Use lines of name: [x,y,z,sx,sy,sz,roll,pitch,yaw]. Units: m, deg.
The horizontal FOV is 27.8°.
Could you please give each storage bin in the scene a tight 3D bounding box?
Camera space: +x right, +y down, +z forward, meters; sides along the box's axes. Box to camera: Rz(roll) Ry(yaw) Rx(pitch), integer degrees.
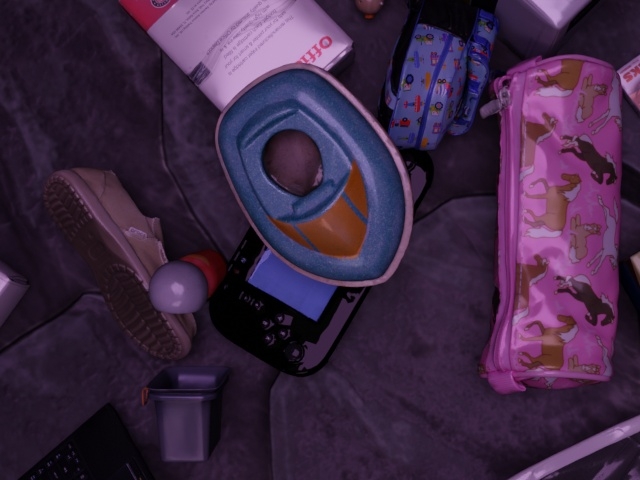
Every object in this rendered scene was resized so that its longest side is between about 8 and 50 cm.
storage bin: [-0.159,0.205,1.518,0.098,0.135,0.091,0,94,3]

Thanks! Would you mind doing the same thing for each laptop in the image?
laptop: [-0.330,0.310,1.455,0.264,0.136,0.234,-40,45,-1]

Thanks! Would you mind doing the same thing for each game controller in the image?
game controller: [0.000,0.000,1.554,0.166,0.067,0.319,30,87,6]

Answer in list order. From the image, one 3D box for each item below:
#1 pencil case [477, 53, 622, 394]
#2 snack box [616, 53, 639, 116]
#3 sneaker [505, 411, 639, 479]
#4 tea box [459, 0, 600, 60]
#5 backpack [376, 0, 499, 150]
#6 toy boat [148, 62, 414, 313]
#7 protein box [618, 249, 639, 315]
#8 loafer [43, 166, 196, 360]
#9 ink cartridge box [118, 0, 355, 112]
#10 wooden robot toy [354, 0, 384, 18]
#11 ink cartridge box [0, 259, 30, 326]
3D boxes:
pencil case: [0.265,-0.015,1.494,0.167,0.160,0.386,1,86,3]
snack box: [0.443,-0.227,1.569,0.178,0.022,0.064,-36,83,0]
sneaker: [0.306,0.310,1.487,0.296,0.104,0.147,-25,79,-3]
tea box: [0.260,-0.437,1.500,0.329,0.220,0.323,-45,85,-1]
backpack: [0.129,-0.180,1.491,0.117,0.158,0.173,16,46,3]
toy boat: [-0.053,-0.025,1.446,0.318,0.148,0.267,-38,91,18]
protein box: [0.481,0.063,1.484,0.201,0.136,0.200,-29,83,1]
loafer: [-0.223,0.019,1.549,0.092,0.102,0.268,-36,97,-42]
ink cartridge box: [-0.097,-0.253,1.565,0.172,0.100,0.237,-43,84,0]
wooden robot toy: [0.074,-0.310,1.574,0.173,0.076,0.079,17,113,33]
ink cartridge box: [-0.483,0.093,1.563,0.158,0.092,0.218,35,86,6]
